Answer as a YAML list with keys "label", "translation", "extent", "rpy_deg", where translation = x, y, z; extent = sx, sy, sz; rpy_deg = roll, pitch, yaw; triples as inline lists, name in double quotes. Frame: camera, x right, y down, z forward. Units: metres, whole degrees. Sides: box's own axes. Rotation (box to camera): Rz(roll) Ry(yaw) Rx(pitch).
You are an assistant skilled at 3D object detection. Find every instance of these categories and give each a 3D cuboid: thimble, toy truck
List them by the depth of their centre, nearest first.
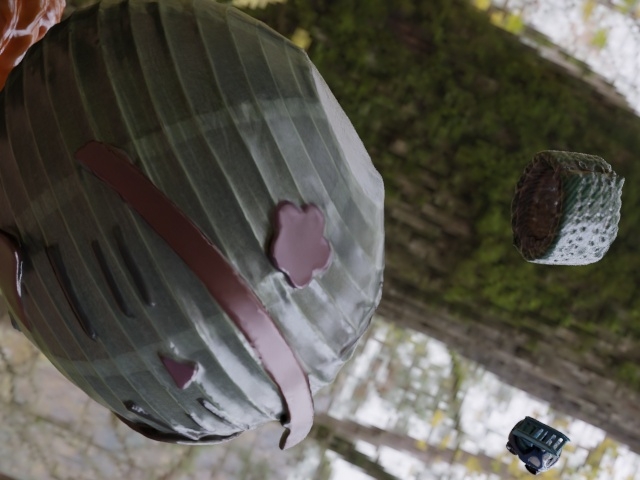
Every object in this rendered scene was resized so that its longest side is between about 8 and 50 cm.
- label: "thimble"
  translation: [0.289, -0.038, 1.632]
  extent: [0.118, 0.090, 0.135]
  rpy_deg: [-126, -136, -56]
- label: "toy truck"
  translation: [0.283, 0.259, 1.776]
  extent: [0.056, 0.073, 0.090]
  rpy_deg: [-46, 177, -18]

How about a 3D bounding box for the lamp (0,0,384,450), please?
- label: "lamp"
  translation: [-0.081, -0.008, 0.800]
  extent: [0.233, 0.265, 0.233]
  rpy_deg: [-29, -156, 14]

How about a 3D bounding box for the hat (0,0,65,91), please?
- label: "hat"
  translation: [-0.288, -0.262, 0.910]
  extent: [0.285, 0.285, 0.400]
  rpy_deg: [-84, -169, -70]
